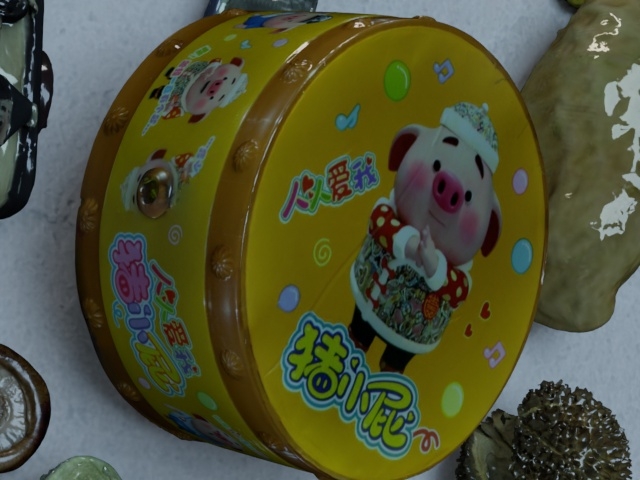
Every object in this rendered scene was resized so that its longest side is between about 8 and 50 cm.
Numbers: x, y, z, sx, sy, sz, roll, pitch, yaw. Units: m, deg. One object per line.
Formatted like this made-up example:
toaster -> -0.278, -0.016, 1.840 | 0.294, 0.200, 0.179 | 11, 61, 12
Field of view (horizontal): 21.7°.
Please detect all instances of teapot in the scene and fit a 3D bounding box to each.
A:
teapot -> -0.060, -0.226, 1.656 | 0.108, 0.111, 0.149 | 23, 74, -9

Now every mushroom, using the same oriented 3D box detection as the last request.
mushroom -> -0.299, 0.148, 1.473 | 0.123, 0.052, 0.123 | 6, 75, -21

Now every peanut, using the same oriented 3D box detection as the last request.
peanut -> 0.293, -0.089, 1.791 | 0.192, 0.169, 0.387 | 13, 75, -1

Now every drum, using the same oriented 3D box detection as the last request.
drum -> 0.000, 0.000, 1.496 | 0.431, 0.214, 0.431 | -11, 105, -46

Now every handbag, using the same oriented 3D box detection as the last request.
handbag -> -0.322, -0.144, 1.448 | 0.181, 0.181, 0.254 | 4, 81, -27

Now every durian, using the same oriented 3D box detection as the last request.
durian -> 0.239, 0.237, 1.684 | 0.196, 0.196, 0.167 | 28, 65, -22

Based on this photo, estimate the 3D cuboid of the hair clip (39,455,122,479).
hair clip -> -0.171, 0.331, 1.492 | 0.138, 0.091, 0.321 | -50, 117, -36

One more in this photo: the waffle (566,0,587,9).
waffle -> 0.380, -0.344, 1.960 | 0.281, 0.058, 0.300 | 39, 64, -19
